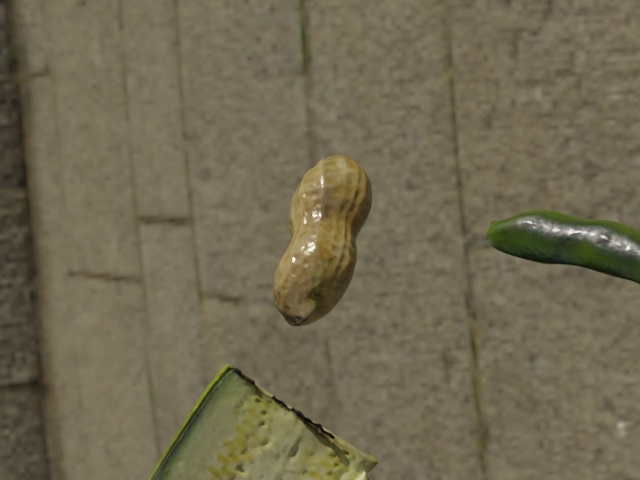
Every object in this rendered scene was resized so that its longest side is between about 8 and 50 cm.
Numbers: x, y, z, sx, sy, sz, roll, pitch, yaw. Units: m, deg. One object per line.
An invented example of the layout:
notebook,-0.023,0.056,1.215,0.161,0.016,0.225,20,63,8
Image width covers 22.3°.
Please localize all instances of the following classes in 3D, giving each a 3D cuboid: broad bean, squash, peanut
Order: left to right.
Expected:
squash,-0.090,0.246,1.372,0.252,0.169,0.093,-58,19,-6
peanut,-0.001,0.001,1.672,0.089,0.089,0.193,131,159,-59
broad bean,0.231,0.020,1.258,0.226,0.039,0.069,29,82,32
